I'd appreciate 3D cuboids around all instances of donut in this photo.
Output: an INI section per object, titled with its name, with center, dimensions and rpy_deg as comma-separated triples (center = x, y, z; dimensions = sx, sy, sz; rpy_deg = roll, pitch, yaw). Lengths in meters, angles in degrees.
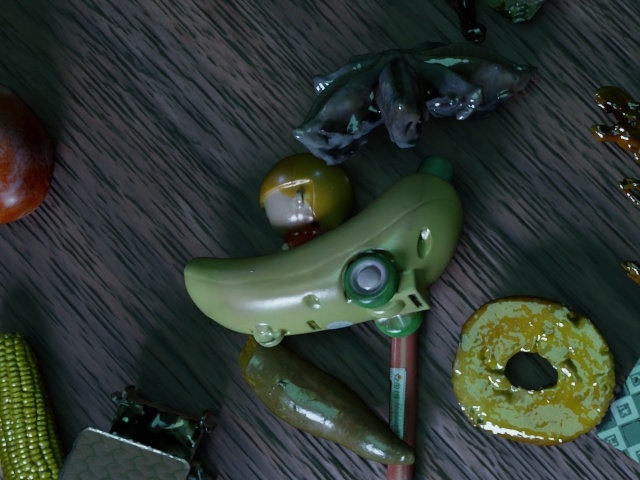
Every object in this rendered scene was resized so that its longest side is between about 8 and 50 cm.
[donut]
center = 0.235, 0.141, 1.835
dimensions = 0.178, 0.065, 0.162
rpy_deg = 20, 95, 14

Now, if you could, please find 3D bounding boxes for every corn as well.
[corn]
center = -0.343, 0.218, 1.964
dimensions = 0.080, 0.080, 0.231
rpy_deg = -16, 80, 12

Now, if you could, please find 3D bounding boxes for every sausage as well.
[sausage]
center = 0.092, 0.182, 1.880
dimensions = 0.034, 0.034, 0.253
rpy_deg = 0, 84, 14

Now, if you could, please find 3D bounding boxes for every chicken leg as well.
[chicken leg]
center = 0.127, -0.308, 1.899
dimensions = 0.089, 0.048, 0.219
rpy_deg = -36, 71, -22

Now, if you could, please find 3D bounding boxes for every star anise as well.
[star anise]
center = 0.089, -0.153, 1.835
dimensions = 0.198, 0.257, 0.110
rpy_deg = 8, 117, 37

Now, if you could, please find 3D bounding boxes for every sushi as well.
[sushi]
center = 0.378, 0.191, 1.813
dimensions = 0.126, 0.026, 0.120
rpy_deg = 34, 96, 19

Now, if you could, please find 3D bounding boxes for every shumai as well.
[shumai]
center = 0.231, -0.290, 1.869
dimensions = 0.124, 0.087, 0.099
rpy_deg = -4, 48, -24

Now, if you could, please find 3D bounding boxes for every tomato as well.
[tomato]
center = -0.395, -0.106, 1.962
dimensions = 0.187, 0.187, 0.151
rpy_deg = 42, 74, 14

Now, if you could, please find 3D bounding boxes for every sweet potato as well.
[sweet potato]
center = 0.001, 0.188, 1.880
dimensions = 0.244, 0.077, 0.077
rpy_deg = 36, 94, 17

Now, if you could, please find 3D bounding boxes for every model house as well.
[model house]
center = -0.219, 0.333, 1.829
dimensions = 0.169, 0.244, 0.326
rpy_deg = 22, 89, 6

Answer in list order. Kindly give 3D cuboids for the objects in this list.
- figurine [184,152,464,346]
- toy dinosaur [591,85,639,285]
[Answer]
[figurine]
center = 0.000, 0.000, 1.864
dimensions = 0.324, 0.124, 0.222
rpy_deg = -12, 68, 16
[toy dinosaur]
center = 0.434, 0.012, 1.783
dimensions = 0.432, 0.097, 0.208
rpy_deg = 37, 85, 11
